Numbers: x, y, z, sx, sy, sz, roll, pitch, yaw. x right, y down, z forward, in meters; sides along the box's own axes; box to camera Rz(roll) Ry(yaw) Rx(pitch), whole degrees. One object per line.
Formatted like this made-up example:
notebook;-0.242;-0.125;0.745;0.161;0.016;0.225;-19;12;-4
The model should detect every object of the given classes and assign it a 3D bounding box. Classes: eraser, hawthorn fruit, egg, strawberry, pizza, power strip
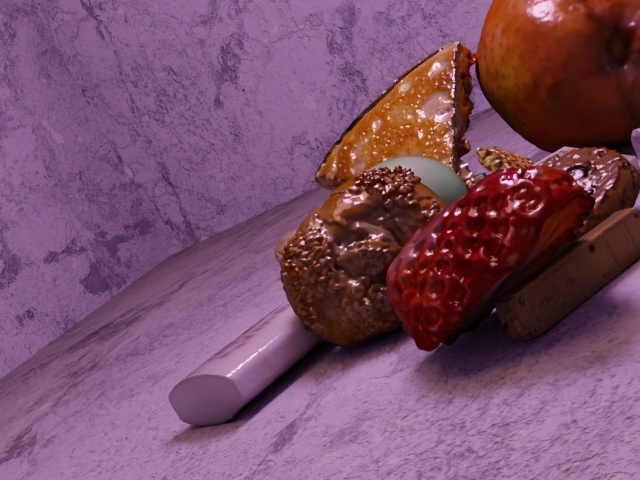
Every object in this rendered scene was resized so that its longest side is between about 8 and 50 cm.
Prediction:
eraser;-0.103;0.194;1.654;0.174;0.094;0.270;-23;8;45
hawthorn fruit;0.552;-0.377;2.036;0.472;0.471;0.472;-27;8;4
egg;0.142;-0.034;1.813;0.270;0.220;0.220;-28;8;14
strawberry;0.206;-0.001;1.293;0.265;0.149;0.336;-29;-17;-32
pizza;0.202;-0.169;2.062;0.440;0.130;0.406;-44;44;18
power strip;0.327;0.044;1.298;0.305;0.064;0.044;-32;7;-29

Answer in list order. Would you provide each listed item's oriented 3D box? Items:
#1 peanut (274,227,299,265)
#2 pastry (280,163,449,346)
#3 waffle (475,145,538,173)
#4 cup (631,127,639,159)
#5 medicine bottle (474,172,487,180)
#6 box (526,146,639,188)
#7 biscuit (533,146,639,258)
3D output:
peanut;0.000;0.000;2.473;0.263;0.101;0.117;-21;30;35
pastry;0.082;0.019;1.593;0.311;0.255;0.162;-44;-20;-13
waffle;0.386;-0.130;1.915;0.191;0.191;0.038;-53;-14;-72
cup;0.611;-0.175;1.773;0.116;0.074;0.104;-24;-20;-3
medicine bottle;0.259;-0.077;2.250;0.261;0.064;0.095;-27;10;5
box;0.438;-0.100;1.735;0.141;0.058;0.201;-29;19;-15
biscuit;0.352;-0.050;1.549;0.296;0.075;0.296;-33;20;14
